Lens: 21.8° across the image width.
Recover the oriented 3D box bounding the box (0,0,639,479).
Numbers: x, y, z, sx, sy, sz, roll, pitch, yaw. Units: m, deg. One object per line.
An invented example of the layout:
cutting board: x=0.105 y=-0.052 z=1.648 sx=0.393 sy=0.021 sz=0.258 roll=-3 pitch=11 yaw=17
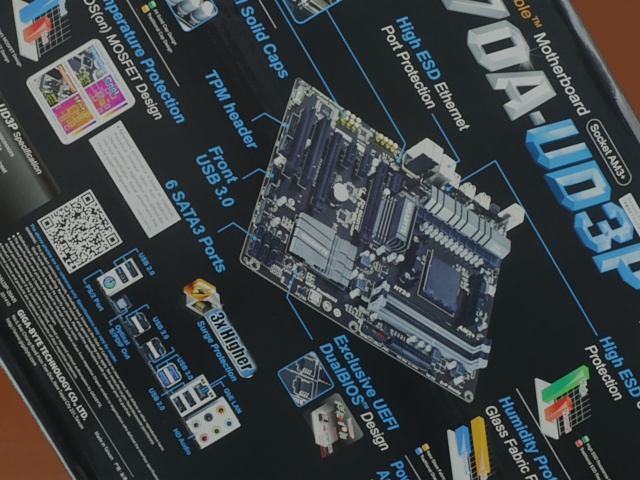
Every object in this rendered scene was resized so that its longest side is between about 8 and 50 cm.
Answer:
box: x=0.000 y=0.000 z=0.447 sx=0.175 sy=0.051 sz=0.220 roll=-31 pitch=95 yaw=1
